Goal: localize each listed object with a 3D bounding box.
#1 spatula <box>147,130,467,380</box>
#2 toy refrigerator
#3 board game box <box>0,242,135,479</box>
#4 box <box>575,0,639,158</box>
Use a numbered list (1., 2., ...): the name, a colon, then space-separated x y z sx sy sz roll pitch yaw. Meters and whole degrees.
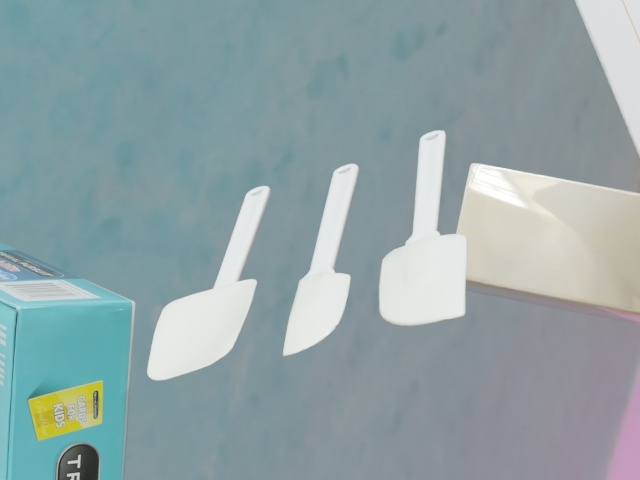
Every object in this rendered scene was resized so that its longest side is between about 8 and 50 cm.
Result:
1. spatula: 0.000 0.000 0.746 0.242 0.168 0.019 -79 149 -63
2. toy refrigerator: 0.235 0.012 0.961 0.102 0.269 0.094 37 64 -79
3. board game box: -0.222 0.180 0.884 0.079 0.254 0.336 -1 101 -34
4. box: 0.214 -0.083 0.686 0.114 0.103 0.203 15 54 -60
